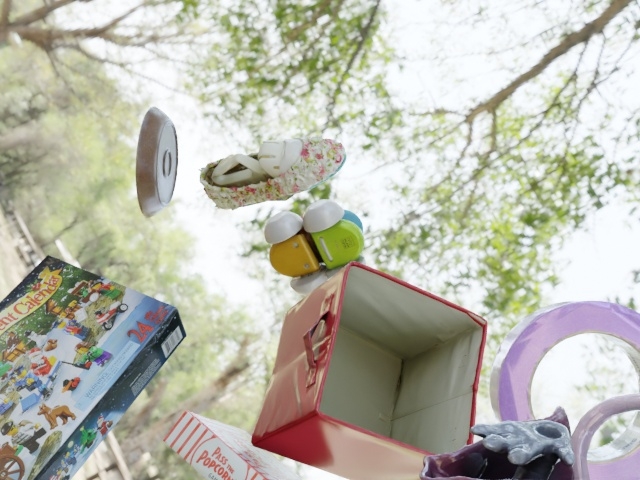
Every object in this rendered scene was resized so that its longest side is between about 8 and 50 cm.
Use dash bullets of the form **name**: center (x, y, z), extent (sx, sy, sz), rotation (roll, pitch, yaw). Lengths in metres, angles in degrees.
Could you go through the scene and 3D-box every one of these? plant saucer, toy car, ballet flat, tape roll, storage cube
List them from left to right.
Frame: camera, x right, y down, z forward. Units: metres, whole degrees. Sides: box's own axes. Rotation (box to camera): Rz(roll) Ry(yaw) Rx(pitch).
- **plant saucer**: center (-0.242, -0.117, 1.301), extent (0.168, 0.029, 0.169), rotation (4, 90, -86)
- **ballet flat**: center (-0.077, -0.096, 1.181), extent (0.241, 0.091, 0.077), rotation (-17, -41, 37)
- **toy car**: center (0.000, 0.000, 1.547), extent (0.159, 0.182, 0.136), rotation (64, 27, -20)
- **storage cube**: center (0.053, 0.164, 1.006), extent (0.215, 0.184, 0.193), rotation (23, -30, -16)
- **tape roll**: center (0.393, 0.226, 1.276), extent (0.275, 0.274, 0.090), rotation (61, -1, 5)

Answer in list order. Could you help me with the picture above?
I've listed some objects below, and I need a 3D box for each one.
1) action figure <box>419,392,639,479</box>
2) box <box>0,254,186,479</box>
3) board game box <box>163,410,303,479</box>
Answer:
- **action figure**: center (0.153, 0.302, 0.623), extent (0.248, 0.275, 0.370), rotation (11, -78, 27)
- **box**: center (-0.249, 0.126, 0.747), extent (0.159, 0.233, 0.044), rotation (19, -38, 24)
- **board game box**: center (-0.082, 0.272, 1.007), extent (0.146, 0.045, 0.193), rotation (35, -6, 23)
